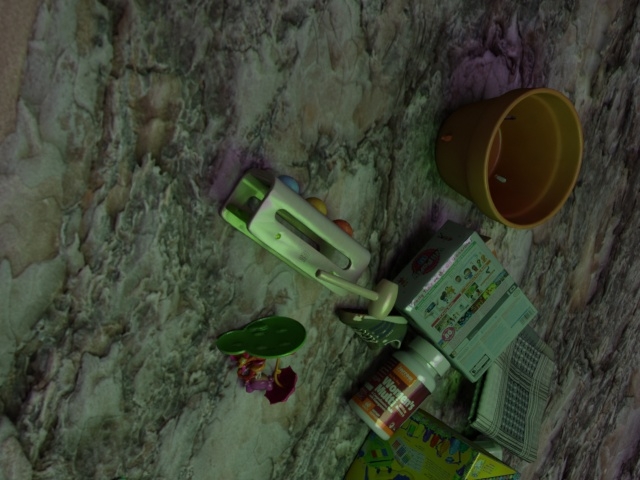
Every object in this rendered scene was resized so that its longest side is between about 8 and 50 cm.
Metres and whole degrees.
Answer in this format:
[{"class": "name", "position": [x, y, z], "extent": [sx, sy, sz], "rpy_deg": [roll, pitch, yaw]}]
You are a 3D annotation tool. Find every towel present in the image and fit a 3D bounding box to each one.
[{"class": "towel", "position": [0.499, 0.363, 1.786], "extent": [0.312, 0.056, 0.324], "rpy_deg": [37, 61, -35]}]

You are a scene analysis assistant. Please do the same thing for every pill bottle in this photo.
[{"class": "pill bottle", "position": [0.177, 0.323, 1.569], "extent": [0.221, 0.121, 0.121], "rpy_deg": [-45, 124, -7]}]

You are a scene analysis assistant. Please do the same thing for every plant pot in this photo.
[{"class": "plant pot", "position": [0.386, -0.185, 1.521], "extent": [0.291, 0.203, 0.290], "rpy_deg": [-10, 108, -32]}]

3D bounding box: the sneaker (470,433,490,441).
[{"class": "sneaker", "position": [0.463, 0.627, 1.866], "extent": [0.110, 0.118, 0.292], "rpy_deg": [-36, 119, -18]}]

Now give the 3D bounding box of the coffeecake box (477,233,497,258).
[{"class": "coffeecake box", "position": [0.351, 0.098, 1.664], "extent": [0.142, 0.068, 0.185], "rpy_deg": [-34, 120, -21]}]

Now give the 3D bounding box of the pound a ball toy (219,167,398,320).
[{"class": "pound a ball toy", "position": [0.000, 0.000, 1.317], "extent": [0.319, 0.208, 0.135], "rpy_deg": [37, 83, -35]}]

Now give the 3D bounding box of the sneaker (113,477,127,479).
[{"class": "sneaker", "position": [-0.382, 0.486, 1.290], "extent": [0.098, 0.069, 0.038], "rpy_deg": [-47, 124, -13]}]

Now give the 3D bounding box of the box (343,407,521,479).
[{"class": "box", "position": [0.230, 0.547, 1.579], "extent": [0.177, 0.290, 0.279], "rpy_deg": [34, 84, -36]}]

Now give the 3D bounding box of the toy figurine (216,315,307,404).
[{"class": "toy figurine", "position": [-0.109, 0.253, 1.391], "extent": [0.173, 0.130, 0.159], "rpy_deg": [-8, 119, -9]}]

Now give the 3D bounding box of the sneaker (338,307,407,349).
[{"class": "sneaker", "position": [0.116, 0.197, 1.538], "extent": [0.192, 0.064, 0.086], "rpy_deg": [8, 94, -38]}]

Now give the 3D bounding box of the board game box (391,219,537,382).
[{"class": "board game box", "position": [0.310, 0.137, 1.554], "extent": [0.224, 0.097, 0.303], "rpy_deg": [-47, 123, -6]}]

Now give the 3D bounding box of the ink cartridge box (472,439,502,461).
[{"class": "ink cartridge box", "position": [0.360, 0.613, 1.788], "extent": [0.181, 0.056, 0.224], "rpy_deg": [-4, 114, -3]}]
